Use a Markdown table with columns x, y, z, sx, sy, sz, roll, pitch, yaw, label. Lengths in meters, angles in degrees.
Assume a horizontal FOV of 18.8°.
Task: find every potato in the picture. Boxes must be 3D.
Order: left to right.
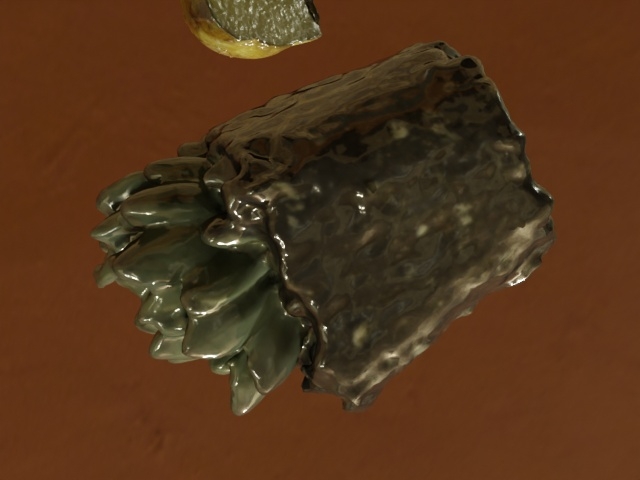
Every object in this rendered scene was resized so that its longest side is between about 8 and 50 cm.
| x | y | z | sx | sy | sz | roll | pitch | yaw | label |
| --- | --- | --- | --- | --- | --- | --- | --- | --- | --- |
| -0.064 | -0.163 | 1.310 | 0.103 | 0.066 | 0.096 | -18 | -96 | -49 | potato |

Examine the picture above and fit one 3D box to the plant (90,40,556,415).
| x | y | z | sx | sy | sz | roll | pitch | yaw | label |
| --- | --- | --- | --- | --- | --- | --- | --- | --- | --- |
| 0.000 | 0.000 | 0.869 | 0.194 | 0.129 | 0.132 | -27 | -74 | -3 | plant |
